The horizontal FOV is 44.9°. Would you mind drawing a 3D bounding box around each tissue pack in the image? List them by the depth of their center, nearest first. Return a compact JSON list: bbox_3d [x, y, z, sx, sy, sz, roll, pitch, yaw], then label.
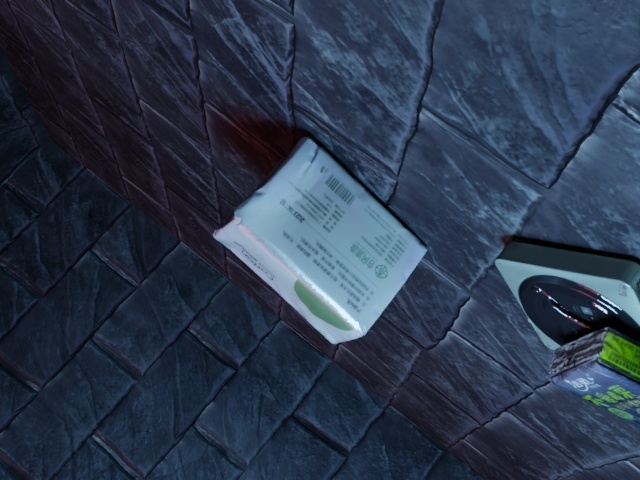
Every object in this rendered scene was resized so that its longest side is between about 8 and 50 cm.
[{"bbox_3d":[0.509,0.233,1.246,0.236,0.073,0.173,27,155,-2],"label":"tissue pack"},{"bbox_3d":[0.000,0.001,1.588,0.356,0.266,0.194,44,155,-8],"label":"tissue pack"}]

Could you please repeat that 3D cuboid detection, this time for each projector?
[{"bbox_3d":[0.446,0.123,1.301,0.259,0.079,0.257,11,145,51],"label":"projector"}]
